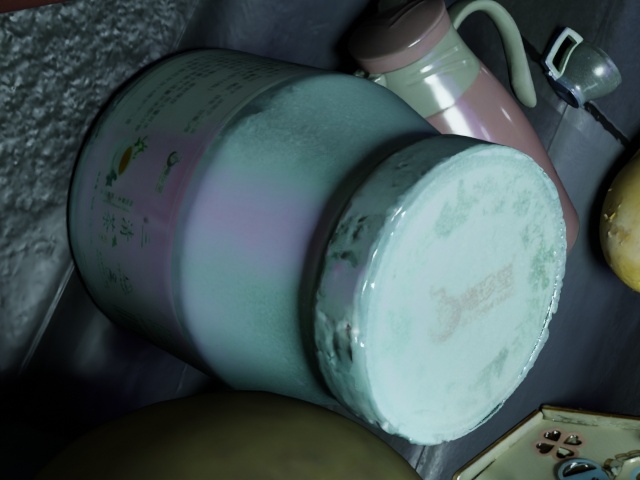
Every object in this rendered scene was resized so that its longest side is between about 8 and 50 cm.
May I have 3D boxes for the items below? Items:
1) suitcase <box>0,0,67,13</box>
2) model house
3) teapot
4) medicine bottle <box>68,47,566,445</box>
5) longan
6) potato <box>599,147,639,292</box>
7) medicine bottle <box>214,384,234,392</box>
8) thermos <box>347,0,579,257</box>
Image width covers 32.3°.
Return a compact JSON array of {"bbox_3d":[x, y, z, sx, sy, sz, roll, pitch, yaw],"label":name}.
[{"bbox_3d":[-0.093,-0.226,0.615,0.236,0.297,0.161,-25,111,-38],"label":"suitcase"},{"bbox_3d":[0.302,0.284,1.217,0.326,0.244,0.169,-14,114,-5],"label":"model house"},{"bbox_3d":[0.268,-0.178,1.159,0.057,0.066,0.088,-44,109,-4],"label":"teapot"},{"bbox_3d":[0.000,0.000,0.781,0.245,0.290,0.245,-16,114,-40],"label":"medicine bottle"},{"bbox_3d":[-0.054,0.238,0.640,0.319,0.319,0.319,-16,114,-41],"label":"longan"},{"bbox_3d":[0.404,-0.043,1.276,0.234,0.146,0.150,-58,179,-33],"label":"potato"},{"bbox_3d":[-0.093,0.195,0.874,0.258,0.124,0.079,-46,120,-27],"label":"medicine bottle"},{"bbox_3d":[0.127,-0.098,0.985,0.176,0.146,0.265,-42,123,-19],"label":"thermos"}]
